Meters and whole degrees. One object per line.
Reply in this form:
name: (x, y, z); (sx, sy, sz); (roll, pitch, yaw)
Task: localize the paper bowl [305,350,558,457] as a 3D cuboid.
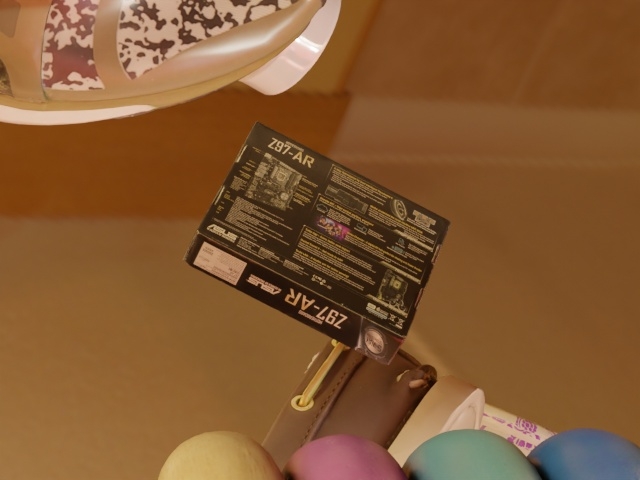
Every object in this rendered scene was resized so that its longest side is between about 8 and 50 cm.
paper bowl: (0.101, 0.203, 1.461); (0.284, 0.148, 0.284); (21, 171, 3)

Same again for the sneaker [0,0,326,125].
sneaker: (-0.173, -0.149, 0.771); (0.410, 0.158, 0.182); (8, 172, -21)

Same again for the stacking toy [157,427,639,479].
stacking toy: (0.123, 0.106, 0.543); (0.330, 0.141, 0.141); (-7, -145, -9)

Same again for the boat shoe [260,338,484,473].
boat shoe: (-0.038, 0.178, 0.973); (0.097, 0.116, 0.324); (29, -119, 21)

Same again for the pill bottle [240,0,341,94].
pill bottle: (-0.094, -0.195, 1.331); (0.208, 0.119, 0.119); (30, -157, -27)

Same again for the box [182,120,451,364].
box: (0.000, 0.000, 0.683); (0.083, 0.018, 0.067); (27, -136, -3)
